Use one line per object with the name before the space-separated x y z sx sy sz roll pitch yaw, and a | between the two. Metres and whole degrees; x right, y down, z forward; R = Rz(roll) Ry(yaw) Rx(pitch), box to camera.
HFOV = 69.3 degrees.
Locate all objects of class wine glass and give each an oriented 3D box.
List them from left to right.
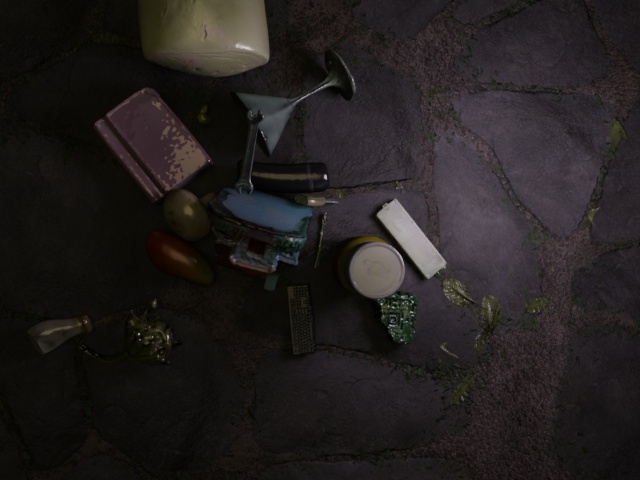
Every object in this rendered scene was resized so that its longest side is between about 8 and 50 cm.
wine glass | -0.090 -0.515 1.712 0.406 0.267 0.267 -31 93 -10

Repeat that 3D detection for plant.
plant | -0.695 0.393 1.748 0.333 0.180 0.251 -28 101 28

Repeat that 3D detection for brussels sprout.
brussels sprout | -0.445 -0.481 1.773 0.051 0.046 0.083 2 81 -48

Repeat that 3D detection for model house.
model house | -0.247 0.024 1.701 0.360 0.297 0.339 16 120 -5

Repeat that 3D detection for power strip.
power strip | 0.363 0.000 1.844 0.106 0.043 0.367 -39 93 -3

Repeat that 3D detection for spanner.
spanner | -0.245 -0.299 1.586 0.071 0.017 0.302 15 112 7

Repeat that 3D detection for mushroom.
mushroom | -0.965 0.332 1.713 0.225 0.093 0.116 -26 111 -13
mushroom | -0.465 -0.110 1.712 0.215 0.207 0.207 -39 94 -37

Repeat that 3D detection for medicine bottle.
medicine bottle | 0.164 0.095 1.656 0.224 0.384 0.224 0 91 -4

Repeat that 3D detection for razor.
razor | -0.140 -0.234 1.722 0.349 0.204 0.114 2 91 -2

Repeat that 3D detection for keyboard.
keyboard | -0.070 0.360 1.808 0.103 0.041 0.381 -6 91 -4

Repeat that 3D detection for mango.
mango | -0.519 0.069 1.724 0.289 0.129 0.146 28 114 -8

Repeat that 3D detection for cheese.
cheese | -0.003 -0.153 1.764 0.192 0.097 0.037 -2 108 -42

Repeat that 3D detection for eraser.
eraser | -0.615 -0.353 1.721 0.272 0.122 0.359 -37 94 -4

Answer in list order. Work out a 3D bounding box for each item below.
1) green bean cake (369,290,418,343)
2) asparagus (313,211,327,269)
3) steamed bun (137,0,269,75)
green bean cake | 0.277 0.299 1.807 0.193 0.107 0.208 5 91 -6
asparagus | 0.000 0.000 1.824 0.023 0.022 0.233 10 92 39
steamed bun | -0.419 -0.791 1.652 0.455 0.290 0.371 -4 91 -5
